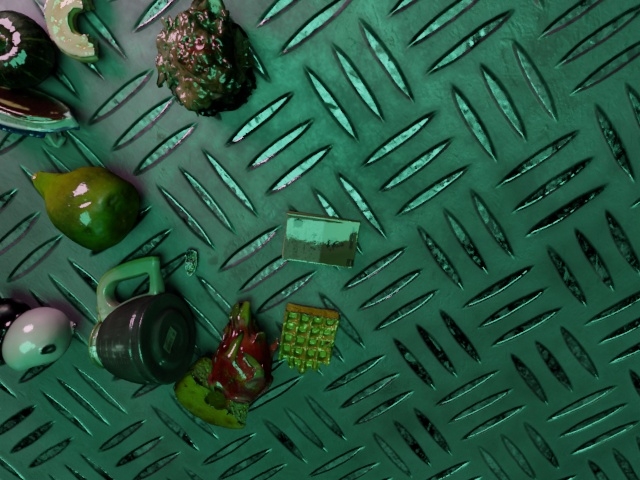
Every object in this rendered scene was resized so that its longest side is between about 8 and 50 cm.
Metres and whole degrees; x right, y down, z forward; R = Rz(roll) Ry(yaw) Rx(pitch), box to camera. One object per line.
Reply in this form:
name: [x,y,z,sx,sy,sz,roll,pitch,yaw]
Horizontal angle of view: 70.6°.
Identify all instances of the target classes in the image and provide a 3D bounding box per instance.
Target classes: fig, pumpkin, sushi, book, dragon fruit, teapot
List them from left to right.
pumpkin: [-0.694,-0.429,1.025,0.167,0.125,0.167,-5,110,-14]
fig: [-0.603,-0.098,1.128,0.275,0.206,0.206,20,110,9]
teapot: [-0.506,0.234,1.209,0.239,0.239,0.322,-8,114,16]
sushi: [-0.257,-0.387,0.981,0.225,0.219,0.238,-33,107,8]
dragon fruit: [-0.216,0.320,1.273,0.198,0.269,0.200,1,150,-14]
book: [0.000,0.000,1.221,0.198,0.016,0.138,8,110,-2]

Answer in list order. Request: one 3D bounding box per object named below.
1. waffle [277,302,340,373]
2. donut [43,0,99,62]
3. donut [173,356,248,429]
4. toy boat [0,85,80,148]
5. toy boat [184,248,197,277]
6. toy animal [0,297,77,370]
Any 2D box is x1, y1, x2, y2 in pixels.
waffle: [-0.036,0.294,1.307,0.160,0.055,0.211,9,109,-1]
donut: [-0.563,-0.494,1.031,0.108,0.065,0.166,0,111,2]
donut: [-0.338,0.456,1.337,0.152,0.101,0.259,-20,121,26]
toy boat: [-0.708,-0.293,1.092,0.262,0.114,0.115,17,141,-6]
toy boat: [-0.357,0.063,1.243,0.038,0.038,0.083,8,109,-1]
toy animal: [-0.811,0.259,1.243,0.235,0.187,0.165,15,119,-2]
